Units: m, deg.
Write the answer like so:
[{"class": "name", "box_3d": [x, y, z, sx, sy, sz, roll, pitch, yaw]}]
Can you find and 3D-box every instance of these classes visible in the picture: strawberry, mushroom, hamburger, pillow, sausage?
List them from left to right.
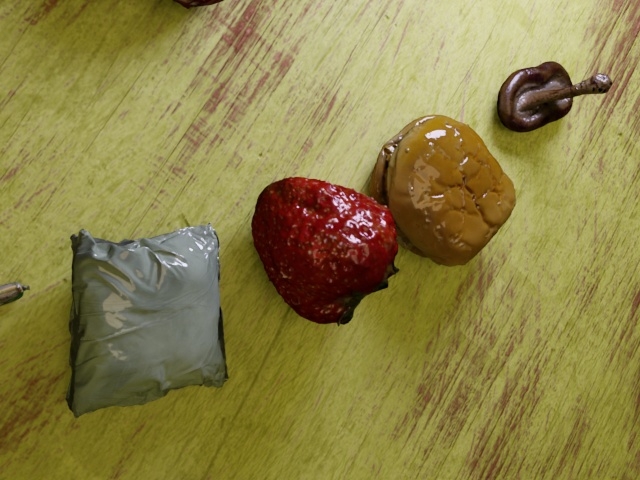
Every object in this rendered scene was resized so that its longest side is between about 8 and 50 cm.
[{"class": "sausage", "box_3d": [-0.592, 0.118, 1.099, 0.269, 0.033, 0.032, -21, 101, -24]}, {"class": "pillow", "box_3d": [-0.284, 0.125, 1.196, 0.284, 0.138, 0.309, -2, 95, -35]}, {"class": "strawberry", "box_3d": [0.000, 0.000, 1.278, 0.277, 0.257, 0.257, 43, 74, -7]}, {"class": "hamburger", "box_3d": [0.252, -0.111, 1.435, 0.319, 0.158, 0.318, -1, 91, -28]}, {"class": "mushroom", "box_3d": [0.515, -0.320, 1.518, 0.227, 0.218, 0.147, -30, 105, -22]}]

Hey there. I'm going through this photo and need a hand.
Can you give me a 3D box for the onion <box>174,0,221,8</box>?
[{"class": "onion", "box_3d": [-0.207, -0.517, 1.176, 0.247, 0.190, 0.246, 1, 88, -44]}]
